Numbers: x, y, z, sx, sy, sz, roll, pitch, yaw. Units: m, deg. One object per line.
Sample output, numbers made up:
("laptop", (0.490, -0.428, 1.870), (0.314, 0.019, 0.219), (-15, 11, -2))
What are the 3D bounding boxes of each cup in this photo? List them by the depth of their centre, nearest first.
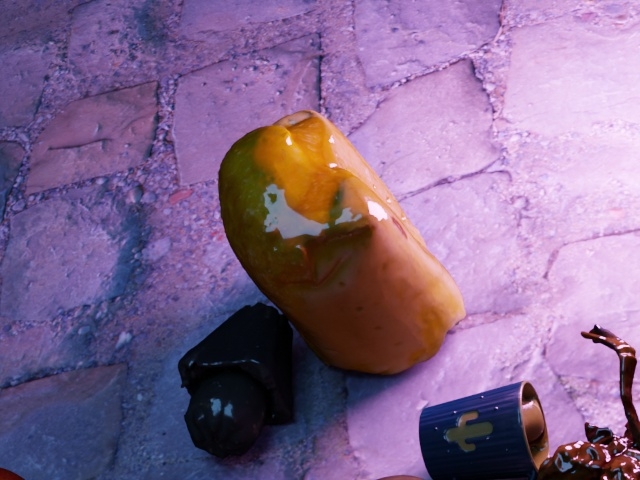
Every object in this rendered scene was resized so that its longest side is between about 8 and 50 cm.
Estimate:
("cup", (0.227, 0.291, 1.962), (0.155, 0.131, 0.176), (-12, 69, 22))

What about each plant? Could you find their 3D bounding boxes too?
("plant", (-0.125, 0.213, 2.185), (0.164, 0.142, 0.256), (-3, 43, 22))

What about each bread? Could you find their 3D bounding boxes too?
("bread", (0.000, 0.000, 2.169), (0.250, 0.394, 0.361), (-38, 45, 6))

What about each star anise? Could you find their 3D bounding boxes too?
("star anise", (0.387, 0.266, 1.880), (0.237, 0.148, 0.346), (-7, 55, 16))

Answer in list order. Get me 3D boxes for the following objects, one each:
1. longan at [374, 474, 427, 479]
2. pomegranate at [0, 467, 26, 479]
("longan", (0.092, 0.404, 1.877), (0.204, 0.159, 0.185), (-46, 22, -13))
("pomegranate", (-0.494, 0.458, 2.073), (0.221, 0.221, 0.257), (-17, 71, 10))
